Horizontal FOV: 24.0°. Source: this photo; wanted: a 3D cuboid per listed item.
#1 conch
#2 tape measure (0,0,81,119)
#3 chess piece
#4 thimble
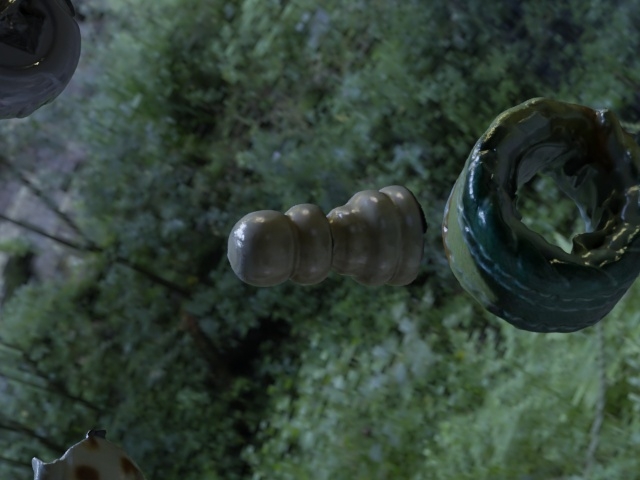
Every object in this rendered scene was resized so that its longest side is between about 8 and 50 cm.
[{"bbox_3d":[-0.237,0.340,1.543,0.183,0.275,0.149,-26,51,-26],"label":"conch"},{"bbox_3d":[-0.378,-0.241,1.757,0.120,0.197,0.236,-33,41,55],"label":"tape measure"},{"bbox_3d":[0.000,0.000,2.042,0.143,0.261,0.143,176,90,-66],"label":"chess piece"},{"bbox_3d":[0.291,-0.034,1.879,0.254,0.167,0.288,26,60,2],"label":"thimble"}]
